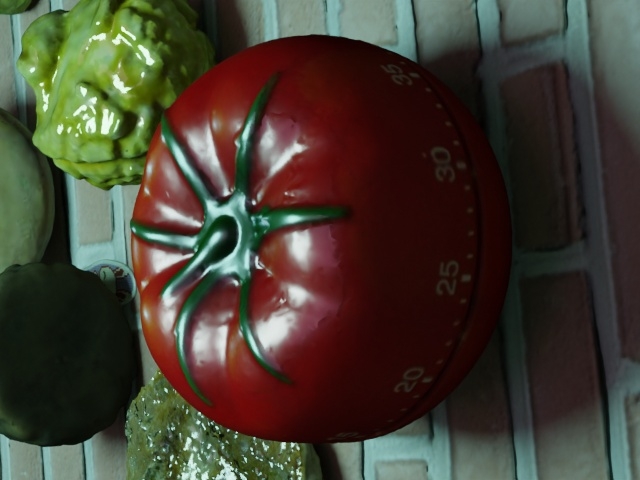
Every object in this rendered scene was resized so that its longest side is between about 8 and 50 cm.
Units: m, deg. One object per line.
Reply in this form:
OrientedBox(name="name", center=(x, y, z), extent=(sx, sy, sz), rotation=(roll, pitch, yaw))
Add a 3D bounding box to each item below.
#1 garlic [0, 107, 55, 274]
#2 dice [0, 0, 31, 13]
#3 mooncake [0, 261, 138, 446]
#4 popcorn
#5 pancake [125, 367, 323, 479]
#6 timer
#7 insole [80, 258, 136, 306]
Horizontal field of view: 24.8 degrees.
OrientedBox(name="garlic", center=(-0.445, -0.021, 1.892), extent=(0.151, 0.196, 0.338), rotation=(-26, 75, 61))
OrientedBox(name="dice", center=(-0.478, -0.388, 1.925), extent=(0.169, 0.169, 0.166), rotation=(14, 100, 46))
OrientedBox(name="mooncake", center=(-0.340, 0.137, 1.759), extent=(0.124, 0.228, 0.228), rotation=(-12, 83, 49))
OrientedBox(name="popcorn", center=(-0.224, -0.172, 1.659), extent=(0.255, 0.195, 0.256), rotation=(49, 125, 22))
OrientedBox(name="pancake", center=(-0.115, 0.285, 1.642), extent=(0.356, 0.065, 0.356), rotation=(0, 91, 45))
OrientedBox(name="timer", center=(0.000, 0.000, 1.355), extent=(0.378, 0.279, 0.378), rotation=(-2, 88, 48))
OrientedBox(name="insole", center=(-0.296, 0.059, 1.867), extent=(0.197, 0.004, 0.065), rotation=(-5, 88, 46))
